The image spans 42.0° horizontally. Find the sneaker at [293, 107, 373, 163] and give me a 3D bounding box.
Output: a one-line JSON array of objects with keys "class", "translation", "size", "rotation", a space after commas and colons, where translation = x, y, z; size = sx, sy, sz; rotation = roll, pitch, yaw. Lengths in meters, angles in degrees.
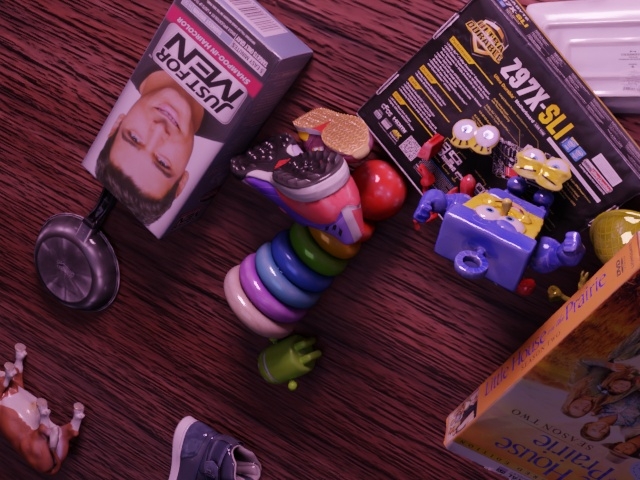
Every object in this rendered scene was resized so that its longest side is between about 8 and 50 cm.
[{"class": "sneaker", "translation": [0.029, -0.132, 1.193], "size": [0.185, 0.070, 0.083], "rotation": [42, 160, 57]}]

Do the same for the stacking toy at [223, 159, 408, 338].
[{"class": "stacking toy", "translation": [0.000, 0.000, 1.263], "size": [0.141, 0.141, 0.330], "rotation": [47, 114, 5]}]

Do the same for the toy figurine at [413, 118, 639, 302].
[{"class": "toy figurine", "translation": [0.232, 0.022, 0.996], "size": [0.363, 0.217, 0.191], "rotation": [30, 126, 19]}]

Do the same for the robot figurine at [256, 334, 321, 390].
[{"class": "robot figurine", "translation": [-0.055, 0.198, 1.382], "size": [0.115, 0.067, 0.101], "rotation": [-27, 84, 31]}]

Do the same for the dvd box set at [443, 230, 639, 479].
[{"class": "dvd box set", "translation": [0.385, 0.198, 1.018], "size": [0.308, 0.062, 0.420], "rotation": [27, 133, -7]}]

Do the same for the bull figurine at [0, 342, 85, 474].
[{"class": "bull figurine", "translation": [-0.615, 0.332, 1.679], "size": [0.310, 0.101, 0.188], "rotation": [38, 117, 10]}]

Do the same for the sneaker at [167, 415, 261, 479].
[{"class": "sneaker", "translation": [-0.195, 0.450, 1.524], "size": [0.164, 0.086, 0.226], "rotation": [16, 112, 23]}]

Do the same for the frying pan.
[{"class": "frying pan", "translation": [-0.412, 0.018, 1.511], "size": [0.326, 0.053, 0.197], "rotation": [-31, 93, 34]}]

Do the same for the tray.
[{"class": "tray", "translation": [0.391, -0.229, 1.046], "size": [0.271, 0.030, 0.145], "rotation": [4, 110, 25]}]

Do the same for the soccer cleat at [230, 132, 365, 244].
[{"class": "soccer cleat", "translation": [-0.038, -0.076, 1.190], "size": [0.318, 0.109, 0.116], "rotation": [27, 147, 61]}]

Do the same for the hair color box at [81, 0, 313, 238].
[{"class": "hair color box", "translation": [-0.199, -0.201, 1.292], "size": [0.185, 0.114, 0.374], "rotation": [43, 120, 7]}]

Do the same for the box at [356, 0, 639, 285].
[{"class": "box", "translation": [0.237, -0.133, 1.105], "size": [0.322, 0.079, 0.257], "rotation": [51, 128, 3]}]
